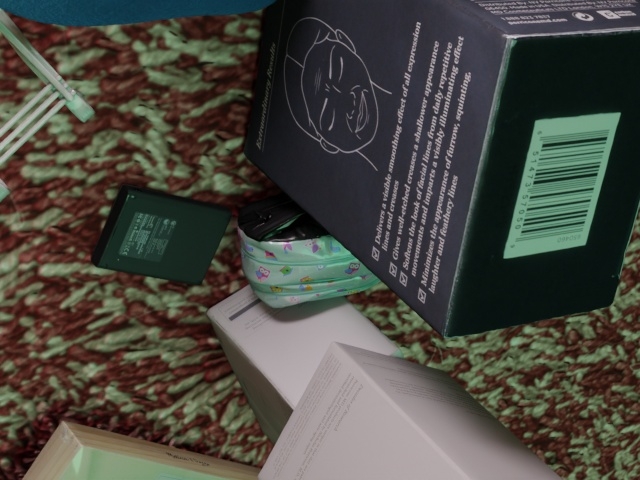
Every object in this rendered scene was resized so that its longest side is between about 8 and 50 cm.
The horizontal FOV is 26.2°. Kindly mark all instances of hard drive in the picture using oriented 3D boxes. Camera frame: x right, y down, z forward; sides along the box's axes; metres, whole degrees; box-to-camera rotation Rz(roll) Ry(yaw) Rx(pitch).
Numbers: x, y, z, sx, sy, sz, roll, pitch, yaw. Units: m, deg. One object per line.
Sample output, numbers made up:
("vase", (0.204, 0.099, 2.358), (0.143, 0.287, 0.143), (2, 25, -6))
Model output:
("hard drive", (-0.170, -0.004, 1.486), (0.135, 0.022, 0.094), (12, 110, -38))

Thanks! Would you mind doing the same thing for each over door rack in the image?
("over door rack", (-0.391, -0.153, 1.202), (0.239, 0.108, 0.324), (-44, 119, -4))

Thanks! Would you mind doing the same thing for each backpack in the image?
("backpack", (0.000, 0.000, 1.522), (0.182, 0.152, 0.115), (-13, 112, -11))

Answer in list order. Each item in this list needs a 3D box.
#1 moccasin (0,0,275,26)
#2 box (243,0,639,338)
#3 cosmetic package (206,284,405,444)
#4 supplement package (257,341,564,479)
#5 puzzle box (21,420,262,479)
("moccasin", (-0.177, -0.268, 1.254), (0.342, 0.116, 0.138), (-5, 156, -45))
("box", (0.119, -0.139, 1.340), (0.212, 0.395, 0.293), (-9, 123, -30))
("cosmetic package", (0.008, 0.176, 1.582), (0.138, 0.225, 0.224), (-32, 131, -13))
("supplement package", (0.105, 0.258, 1.346), (0.177, 0.293, 0.175), (19, 105, -39))
("puzzle box", (-0.220, 0.370, 1.637), (0.409, 0.052, 0.272), (26, 101, -49))
